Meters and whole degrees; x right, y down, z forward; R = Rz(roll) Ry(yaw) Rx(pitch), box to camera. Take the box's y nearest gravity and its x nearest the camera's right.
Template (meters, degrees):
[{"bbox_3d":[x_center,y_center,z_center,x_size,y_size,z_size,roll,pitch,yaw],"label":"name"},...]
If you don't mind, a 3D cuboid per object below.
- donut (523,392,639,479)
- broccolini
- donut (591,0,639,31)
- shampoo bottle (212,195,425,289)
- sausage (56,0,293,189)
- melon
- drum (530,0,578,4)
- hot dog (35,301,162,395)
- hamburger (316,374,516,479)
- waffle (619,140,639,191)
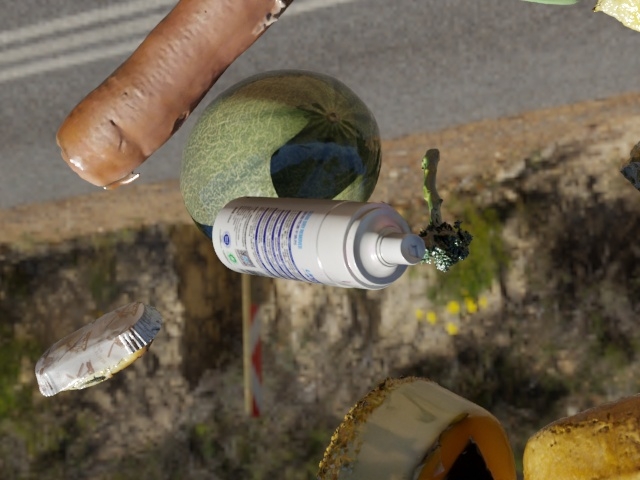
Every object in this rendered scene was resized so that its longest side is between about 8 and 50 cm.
[{"bbox_3d":[0.387,0.270,1.299,0.317,0.150,0.299,-4,153,-17],"label":"donut"},{"bbox_3d":[0.147,-0.052,1.400,0.058,0.254,0.071,-30,120,24],"label":"broccolini"},{"bbox_3d":[0.304,-0.246,0.924,0.078,0.146,0.181,40,170,6],"label":"donut"},{"bbox_3d":[0.000,0.000,1.183,0.092,0.092,0.303,4,179,-36],"label":"shampoo bottle"},{"bbox_3d":[-0.098,-0.222,1.105,0.094,0.419,0.094,41,179,-6],"label":"sausage"},{"bbox_3d":[-0.052,-0.098,1.448,0.238,0.237,0.302,3,160,-31],"label":"melon"},{"bbox_3d":[0.126,-0.120,0.465,0.253,0.049,0.130,13,-170,16],"label":"drum"},{"bbox_3d":[-0.276,0.136,1.397,0.192,0.053,0.099,-30,-155,18],"label":"hot dog"},{"bbox_3d":[0.108,0.309,1.374,0.179,0.276,0.294,9,143,42],"label":"hamburger"},{"bbox_3d":[0.559,-0.100,1.348,0.077,0.304,0.348,-42,170,-40],"label":"waffle"}]
